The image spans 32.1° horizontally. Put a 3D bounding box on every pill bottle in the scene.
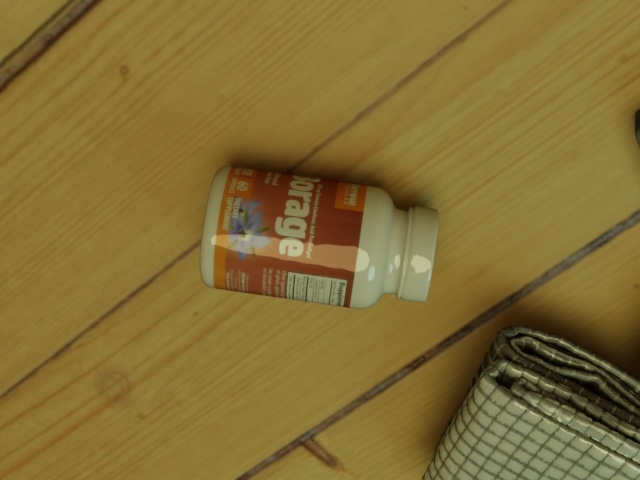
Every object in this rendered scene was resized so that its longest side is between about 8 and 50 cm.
[{"bbox_3d":[0.000,0.000,1.067,0.216,0.121,0.121,8,116,2],"label":"pill bottle"}]

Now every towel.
[{"bbox_3d":[0.262,0.233,1.107,0.284,0.121,0.235,27,132,7],"label":"towel"}]

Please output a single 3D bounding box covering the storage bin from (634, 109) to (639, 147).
[{"bbox_3d":[0.348,-0.075,1.016,0.091,0.098,0.135,-19,111,25],"label":"storage bin"}]
